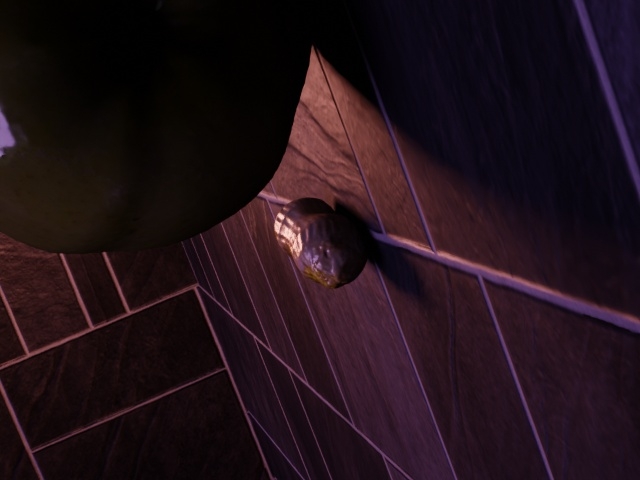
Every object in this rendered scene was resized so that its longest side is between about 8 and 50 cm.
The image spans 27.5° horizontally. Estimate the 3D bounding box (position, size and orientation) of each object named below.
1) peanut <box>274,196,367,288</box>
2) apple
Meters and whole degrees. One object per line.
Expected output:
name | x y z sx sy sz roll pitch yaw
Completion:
peanut | 0.000 0.000 1.569 0.207 0.087 0.087 -135 24 -68
apple | -0.226 -0.201 1.334 0.473 0.473 0.474 157 90 -79
